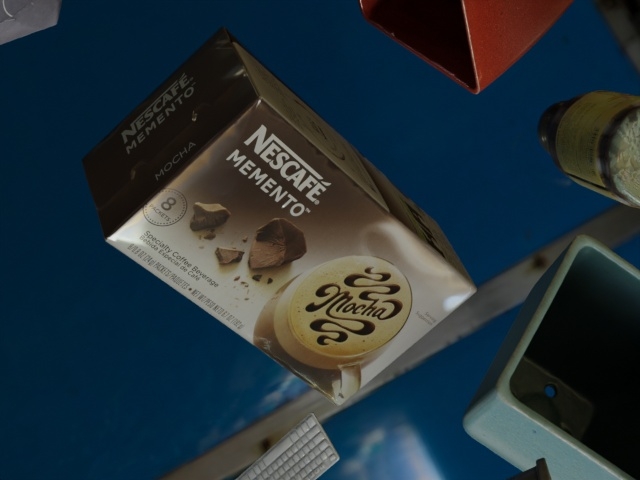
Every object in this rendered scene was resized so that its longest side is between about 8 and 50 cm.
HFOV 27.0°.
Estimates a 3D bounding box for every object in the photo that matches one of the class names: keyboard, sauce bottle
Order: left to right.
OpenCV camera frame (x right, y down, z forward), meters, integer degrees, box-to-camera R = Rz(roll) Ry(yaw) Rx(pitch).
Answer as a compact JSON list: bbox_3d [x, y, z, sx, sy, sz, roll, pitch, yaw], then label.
[{"bbox_3d":[-0.069,0.326,1.777,0.014,0.256,0.072,-11,-118,-54],"label":"keyboard"},{"bbox_3d":[0.307,-0.107,1.432,0.111,0.111,0.344,50,-178,-12],"label":"sauce bottle"}]

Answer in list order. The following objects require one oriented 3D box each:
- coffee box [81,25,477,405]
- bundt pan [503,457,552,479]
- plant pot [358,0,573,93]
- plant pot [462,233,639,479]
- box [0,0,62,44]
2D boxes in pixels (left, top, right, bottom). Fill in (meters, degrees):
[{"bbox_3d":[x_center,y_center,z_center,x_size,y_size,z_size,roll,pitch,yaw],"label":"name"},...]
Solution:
[{"bbox_3d":[-0.030,-0.012,1.112,0.297,0.168,0.119,40,-165,-38],"label":"coffee box"},{"bbox_3d":[0.179,0.358,1.130,0.331,0.124,0.331,-17,-90,-82],"label":"bundt pan"},{"bbox_3d":[0.190,-0.387,1.640,0.267,0.235,0.267,42,156,45],"label":"plant pot"},{"bbox_3d":[0.316,0.189,1.646,0.248,0.252,0.247,34,-117,-2],"label":"plant pot"},{"bbox_3d":[-0.285,-0.193,0.810,0.247,0.163,0.142,-30,-111,-36],"label":"box"}]
